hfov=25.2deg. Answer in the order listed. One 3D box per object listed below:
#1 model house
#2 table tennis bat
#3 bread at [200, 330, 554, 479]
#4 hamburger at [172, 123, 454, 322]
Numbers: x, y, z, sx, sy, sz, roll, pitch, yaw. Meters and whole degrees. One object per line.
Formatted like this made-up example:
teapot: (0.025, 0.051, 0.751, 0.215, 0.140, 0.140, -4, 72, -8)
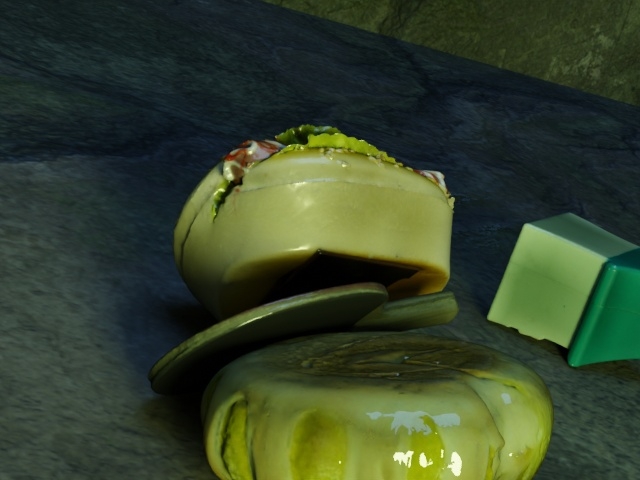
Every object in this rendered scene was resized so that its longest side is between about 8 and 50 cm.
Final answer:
model house: (0.246, 0.050, 1.270, 0.149, 0.100, 0.127, 25, 18, 25)
table tennis bat: (0.000, 0.059, 0.920, 0.246, 0.138, 0.022, -8, 69, -43)
bread: (0.032, 0.113, 0.814, 0.213, 0.105, 0.213, 3, 11, -1)
hamburger: (0.000, 0.000, 1.041, 0.210, 0.173, 0.116, 7, 46, -35)
